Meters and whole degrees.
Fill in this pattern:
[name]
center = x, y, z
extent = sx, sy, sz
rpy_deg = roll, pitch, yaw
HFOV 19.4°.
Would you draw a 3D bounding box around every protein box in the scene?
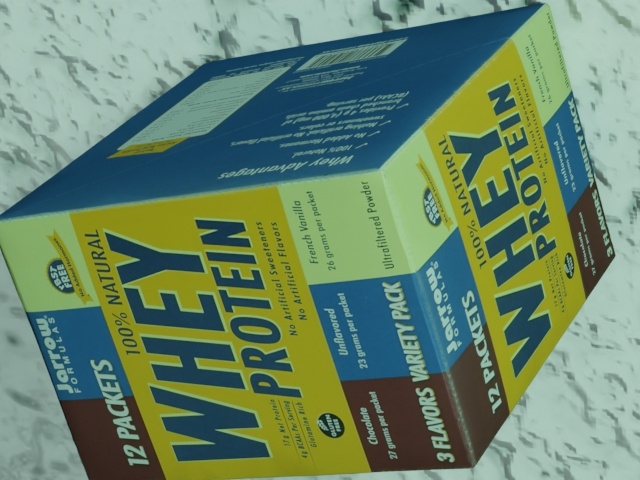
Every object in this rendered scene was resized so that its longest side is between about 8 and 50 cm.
[protein box]
center = 0.000, 0.000, 0.859
extent = 0.200, 0.201, 0.136
rpy_deg = -7, 112, 30
